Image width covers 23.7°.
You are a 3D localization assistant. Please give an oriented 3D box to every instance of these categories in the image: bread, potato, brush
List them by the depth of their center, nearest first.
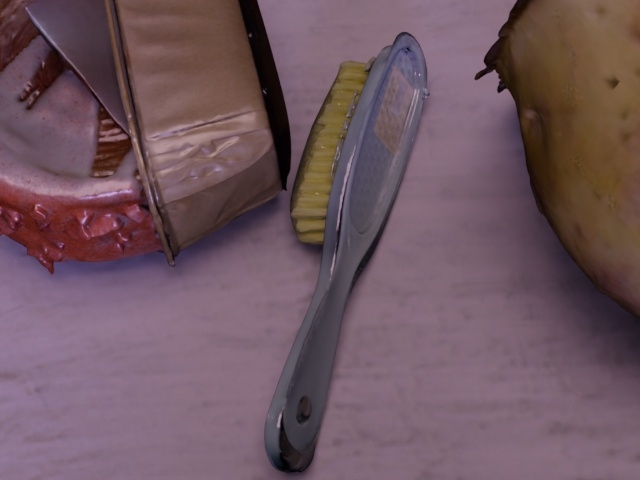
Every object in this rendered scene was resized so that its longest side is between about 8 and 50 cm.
[{"bbox_3d":[0.253,-0.082,0.861,0.288,0.301,0.237,-42,82,8],"label":"potato"},{"bbox_3d":[0.000,0.000,0.943,0.060,0.068,0.297,3,62,29],"label":"brush"},{"bbox_3d":[-0.135,-0.093,0.953,0.211,0.142,0.224,-12,62,-6],"label":"bread"}]
